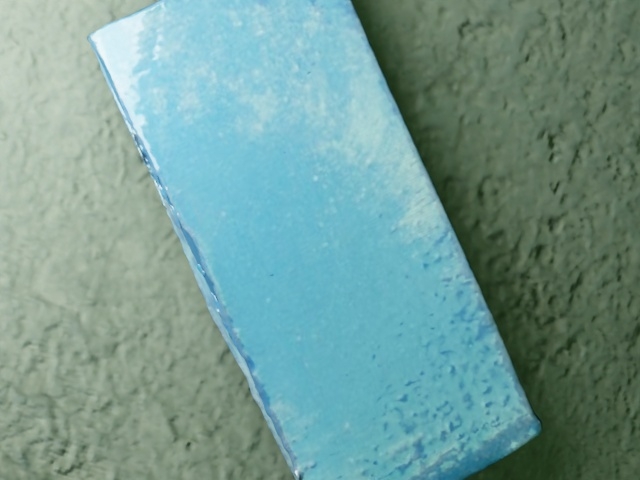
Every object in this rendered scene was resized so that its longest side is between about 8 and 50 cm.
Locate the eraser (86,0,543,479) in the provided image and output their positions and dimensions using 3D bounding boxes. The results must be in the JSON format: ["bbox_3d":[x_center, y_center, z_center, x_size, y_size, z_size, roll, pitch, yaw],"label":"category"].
[{"bbox_3d":[0.000,0.000,0.820,0.144,0.042,0.312,-26,98,-8],"label":"eraser"}]
